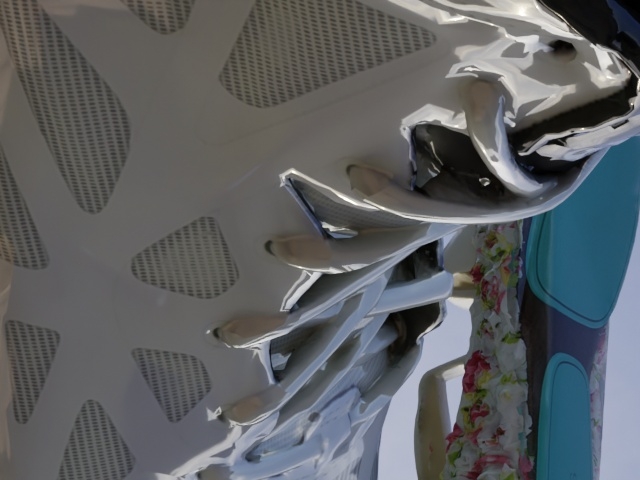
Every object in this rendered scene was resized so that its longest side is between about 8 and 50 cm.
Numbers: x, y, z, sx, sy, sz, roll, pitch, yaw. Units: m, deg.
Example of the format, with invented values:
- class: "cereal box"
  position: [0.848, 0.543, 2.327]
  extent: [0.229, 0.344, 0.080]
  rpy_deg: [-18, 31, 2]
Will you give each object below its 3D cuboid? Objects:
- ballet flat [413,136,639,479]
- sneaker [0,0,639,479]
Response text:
- class: "ballet flat"
  position: [0.076, 0.041, 0.790]
  extent: [0.077, 0.091, 0.241]
  rpy_deg: [-4, -113, 36]
- class: "sneaker"
  position: [-0.001, 0.000, 0.522]
  extent: [0.257, 0.169, 0.447]
  rpy_deg: [13, -47, 34]
